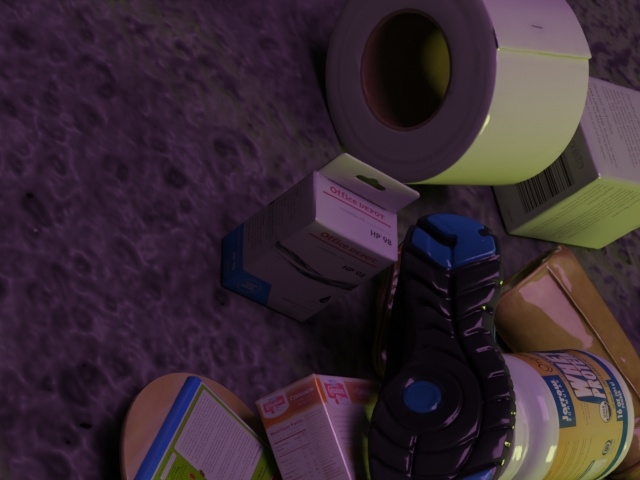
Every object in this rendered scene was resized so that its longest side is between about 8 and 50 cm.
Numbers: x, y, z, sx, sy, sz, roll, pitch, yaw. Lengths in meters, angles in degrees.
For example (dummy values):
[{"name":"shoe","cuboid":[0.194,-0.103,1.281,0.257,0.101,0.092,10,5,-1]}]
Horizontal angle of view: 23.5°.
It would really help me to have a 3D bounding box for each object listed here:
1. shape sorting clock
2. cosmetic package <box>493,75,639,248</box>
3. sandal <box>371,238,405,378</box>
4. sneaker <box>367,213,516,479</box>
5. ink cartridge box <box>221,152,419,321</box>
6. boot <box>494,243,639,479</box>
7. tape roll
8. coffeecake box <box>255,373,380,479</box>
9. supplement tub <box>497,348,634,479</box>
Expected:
[{"name":"shape sorting clock","cuboid":[-0.096,0.211,1.324,0.206,0.040,0.206,33,39,-31]},{"name":"cosmetic package","cuboid":[0.318,-0.095,1.875,0.183,0.151,0.151,9,58,-43]},{"name":"sandal","cuboid":[0.086,0.070,1.611,0.072,0.049,0.180,31,59,-20]},{"name":"sneaker","cuboid":[0.115,0.141,1.415,0.125,0.140,0.341,9,50,4]},{"name":"ink cartridge box","cuboid":[0.000,0.000,1.459,0.104,0.180,0.060,26,47,-31]},{"name":"boot","cuboid":[0.344,0.116,1.763,0.236,0.089,0.269,-37,92,-30]},{"name":"tape roll","cuboid":[0.147,-0.182,1.688,0.169,0.246,0.246,-1,65,-45]},{"name":"coffeecake box","cuboid":[0.029,0.220,1.393,0.142,0.068,0.185,16,51,-63]},{"name":"supplement tub","cuboid":[0.212,0.186,1.574,0.199,0.144,0.144,1,64,-46]}]
